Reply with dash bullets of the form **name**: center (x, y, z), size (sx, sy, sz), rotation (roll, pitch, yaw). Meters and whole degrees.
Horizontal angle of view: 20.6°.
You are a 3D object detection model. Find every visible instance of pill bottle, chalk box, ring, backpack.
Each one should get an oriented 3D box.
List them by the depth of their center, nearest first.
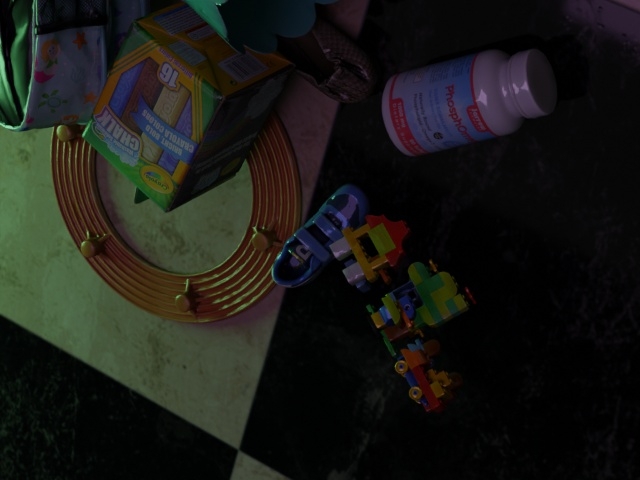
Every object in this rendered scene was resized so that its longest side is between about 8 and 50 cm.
- **pill bottle**: center (0.147, -0.139, 1.733), size (0.160, 0.087, 0.087), rotation (-12, 99, 33)
- **chalk box**: center (-0.148, -0.129, 1.838), size (0.132, 0.132, 0.213), rotation (42, 129, 13)
- **backpack**: center (-0.292, -0.246, 1.877), size (0.225, 0.191, 0.253), rotation (26, 116, 56)
- **ring**: center (-0.173, -0.063, 1.981), size (0.337, 0.032, 0.336), rotation (10, 110, 29)

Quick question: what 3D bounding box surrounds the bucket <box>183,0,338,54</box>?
- **bucket**: center (-0.064, -0.338, 1.695), size (0.183, 0.281, 0.281), rotation (39, 121, 18)

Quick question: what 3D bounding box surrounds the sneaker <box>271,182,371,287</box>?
- **sneaker**: center (0.000, 0.000, 1.880), size (0.053, 0.059, 0.144), rotation (44, 114, 12)

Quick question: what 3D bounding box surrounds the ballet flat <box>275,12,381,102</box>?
- **ballet flat**: center (-0.045, -0.223, 1.837), size (0.250, 0.058, 0.084), rotation (38, 120, 15)

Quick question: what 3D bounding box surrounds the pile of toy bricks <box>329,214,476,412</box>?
- **pile of toy bricks**: center (0.108, 0.072, 1.830), size (0.105, 0.118, 0.212), rotation (-30, 71, 6)
